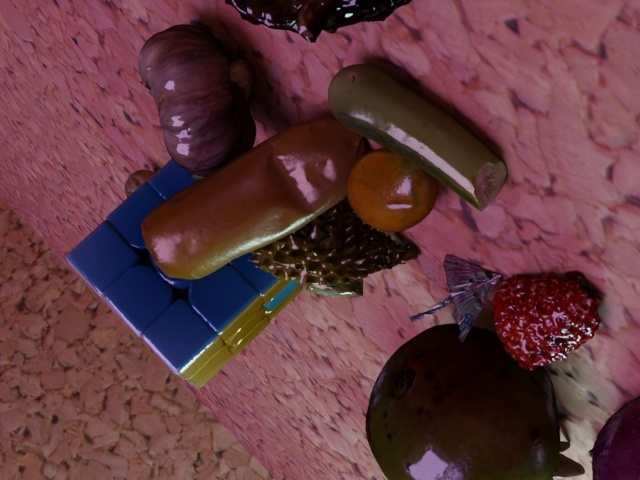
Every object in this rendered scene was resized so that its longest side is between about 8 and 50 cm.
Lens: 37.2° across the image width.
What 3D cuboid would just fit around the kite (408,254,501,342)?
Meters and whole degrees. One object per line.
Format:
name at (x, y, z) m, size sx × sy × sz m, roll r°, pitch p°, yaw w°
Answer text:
kite at (0.183, 0.079, 1.303) m, size 0.156 × 0.139 × 0.011 m, roll -31°, pitch 139°, yaw 30°

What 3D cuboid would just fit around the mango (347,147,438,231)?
mango at (0.099, -0.066, 1.241) m, size 0.165 × 0.089 × 0.115 m, roll 2°, pitch 121°, yaw 56°

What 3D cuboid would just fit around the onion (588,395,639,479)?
onion at (0.420, 0.334, 1.193) m, size 0.267 × 0.159 × 0.348 m, roll 52°, pitch 157°, yaw 0°

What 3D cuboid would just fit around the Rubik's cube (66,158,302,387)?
Rubik's cube at (-0.227, 0.057, 1.712) m, size 0.290 × 0.291 × 0.291 m, roll 44°, pitch 170°, yaw 10°

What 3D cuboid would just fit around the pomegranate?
pomegranate at (0.210, 0.276, 1.353) m, size 0.291 × 0.291 × 0.323 m, roll 26°, pitch 158°, yaw 44°

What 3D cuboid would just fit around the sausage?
sausage at (-0.085, -0.063, 1.358) m, size 0.134 × 0.354 × 0.116 m, roll 64°, pitch -166°, yaw 0°

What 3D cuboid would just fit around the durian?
durian at (0.000, 0.000, 1.457) m, size 0.306 × 0.172 × 0.166 m, roll 16°, pitch 166°, yaw 41°

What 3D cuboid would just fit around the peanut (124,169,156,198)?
peanut at (-0.327, -0.042, 2.057) m, size 0.263 × 0.101 × 0.117 m, roll 54°, pitch -177°, yaw -18°

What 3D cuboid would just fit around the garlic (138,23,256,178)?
garlic at (-0.169, -0.213, 1.416) m, size 0.245 × 0.160 × 0.245 m, roll 158°, pitch 90°, yaw -88°

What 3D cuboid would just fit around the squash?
squash at (0.110, -0.130, 1.129) m, size 0.250 × 0.083 × 0.083 m, roll 36°, pitch 155°, yaw 21°

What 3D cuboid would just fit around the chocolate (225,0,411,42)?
chocolate at (-0.019, -0.295, 0.968) m, size 0.224 × 0.177 × 0.206 m, roll 39°, pitch 156°, yaw 21°

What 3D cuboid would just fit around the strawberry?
strawberry at (0.272, 0.099, 1.191) m, size 0.121 × 0.082 × 0.188 m, roll 50°, pitch 161°, yaw 5°
